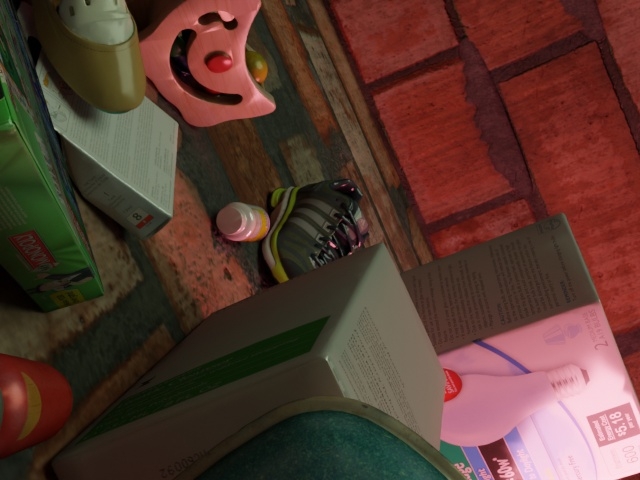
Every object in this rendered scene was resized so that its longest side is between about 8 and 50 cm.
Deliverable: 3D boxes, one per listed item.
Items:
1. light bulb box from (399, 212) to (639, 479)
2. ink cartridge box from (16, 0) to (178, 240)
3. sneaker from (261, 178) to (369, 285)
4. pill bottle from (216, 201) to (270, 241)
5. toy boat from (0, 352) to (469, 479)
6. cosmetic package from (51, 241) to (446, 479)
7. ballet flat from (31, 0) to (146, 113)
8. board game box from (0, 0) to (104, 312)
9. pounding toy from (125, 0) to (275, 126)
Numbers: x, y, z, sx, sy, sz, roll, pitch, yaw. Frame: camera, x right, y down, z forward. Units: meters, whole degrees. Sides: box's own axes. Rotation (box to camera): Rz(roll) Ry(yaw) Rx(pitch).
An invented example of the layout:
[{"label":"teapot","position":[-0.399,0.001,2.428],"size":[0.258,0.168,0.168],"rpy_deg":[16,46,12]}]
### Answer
[{"label":"light bulb box","position":[0.275,0.208,1.453],"size":[0.225,0.361,0.358],"rpy_deg":[-90,154,-57]},{"label":"ink cartridge box","position":[-0.198,-0.100,0.795],"size":[0.179,0.045,0.145],"rpy_deg":[37,28,-31]},{"label":"sneaker","position":[0.000,0.000,1.215],"size":[0.111,0.121,0.300],"rpy_deg":[60,15,-31]},{"label":"pill bottle","position":[-0.088,-0.021,1.063],"size":[0.083,0.043,0.043],"rpy_deg":[7,61,-75]},{"label":"toy boat","position":[-0.080,0.163,0.452],"size":[0.318,0.267,0.148],"rpy_deg":[38,0,12]},{"label":"cosmetic package","position":[-0.022,0.133,0.728],"size":[0.155,0.197,0.365],"rpy_deg":[65,11,-6]},{"label":"ballet flat","position":[-0.202,-0.208,0.781],"size":[0.080,0.073,0.232],"rpy_deg":[-13,61,-33]},{"label":"board game box","position":[-0.182,-0.093,0.510],"size":[0.317,0.046,0.213],"rpy_deg":[114,-42,-73]},{"label":"pounding toy","position":[-0.134,-0.259,1.033],"size":[0.269,0.154,0.154],"rpy_deg":[48,23,-57]}]
